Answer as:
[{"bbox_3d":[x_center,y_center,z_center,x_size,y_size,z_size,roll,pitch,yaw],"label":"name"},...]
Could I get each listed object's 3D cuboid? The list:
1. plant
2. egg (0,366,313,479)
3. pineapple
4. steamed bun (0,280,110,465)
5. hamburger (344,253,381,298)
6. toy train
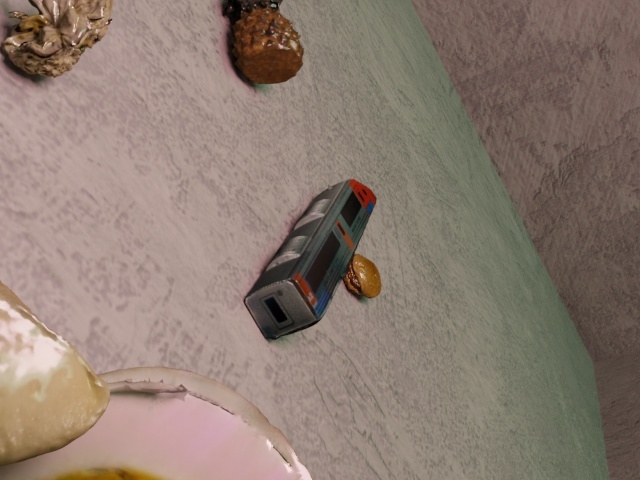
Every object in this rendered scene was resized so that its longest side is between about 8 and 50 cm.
[{"bbox_3d":[-0.272,-0.232,0.769,0.122,0.104,0.116,54,38,-15],"label":"plant"},{"bbox_3d":[-0.115,0.249,0.541,0.286,0.264,0.174,56,-12,22],"label":"egg"},{"bbox_3d":[-0.098,-0.359,1.235,0.119,0.111,0.237,86,-9,-60],"label":"pineapple"},{"bbox_3d":[-0.265,0.040,0.453,0.231,0.110,0.212,0,33,-44],"label":"steamed bun"},{"bbox_3d":[0.070,0.060,1.292,0.083,0.044,0.076,31,44,-57],"label":"hamburger"},{"bbox_3d":[0.000,0.000,1.147,0.089,0.086,0.409,58,26,-16],"label":"toy train"}]
